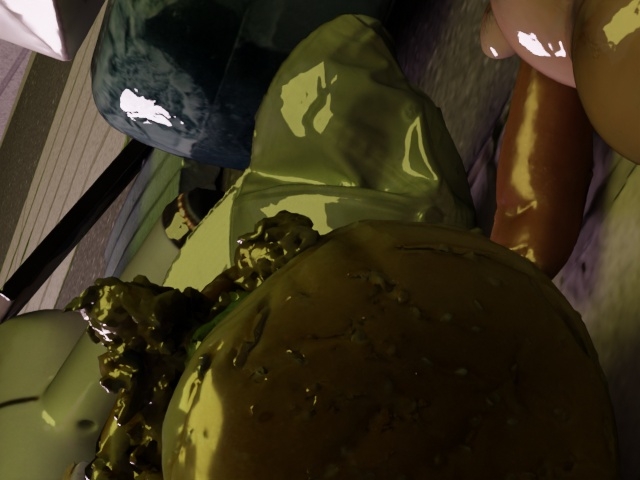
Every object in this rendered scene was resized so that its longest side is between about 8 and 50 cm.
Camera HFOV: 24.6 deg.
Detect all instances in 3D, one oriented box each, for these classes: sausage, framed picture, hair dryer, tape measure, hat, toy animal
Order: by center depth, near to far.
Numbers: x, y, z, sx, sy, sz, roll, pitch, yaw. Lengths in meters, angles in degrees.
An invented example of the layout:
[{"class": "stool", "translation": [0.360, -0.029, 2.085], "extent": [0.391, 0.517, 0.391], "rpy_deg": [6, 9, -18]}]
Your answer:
[{"class": "toy animal", "translation": [0.094, -0.070, 0.432], "extent": [0.083, 0.089, 0.150], "rpy_deg": [-65, 28, 17]}, {"class": "sausage", "translation": [0.086, -0.056, 0.519], "extent": [0.036, 0.042, 0.158], "rpy_deg": [7, 77, 34]}, {"class": "hat", "translation": [-0.003, 0.002, 0.607], "extent": [0.166, 0.122, 0.081], "rpy_deg": [-44, 13, 15]}, {"class": "tape measure", "translation": [-0.029, -0.172, 0.806], "extent": [0.256, 0.147, 0.275], "rpy_deg": [116, 165, -48]}, {"class": "hair dryer", "translation": [-0.144, 0.082, 1.024], "extent": [0.362, 0.128, 0.203], "rpy_deg": [-53, 25, 33]}, {"class": "framed picture", "translation": [-0.193, -0.025, 1.216], "extent": [0.265, 0.018, 0.192], "rpy_deg": [-52, 5, -26]}]

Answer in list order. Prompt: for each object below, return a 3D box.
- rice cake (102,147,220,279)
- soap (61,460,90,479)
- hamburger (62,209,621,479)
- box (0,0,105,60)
[{"class": "rice cake", "translation": [-0.133, -0.010, 1.167], "extent": [0.237, 0.043, 0.127], "rpy_deg": [126, 155, -48]}, {"class": "soap", "translation": [-0.152, 0.285, 0.883], "extent": [0.274, 0.089, 0.173], "rpy_deg": [-101, 32, -57]}, {"class": "hamburger", "translation": [0.005, 0.062, 0.447], "extent": [0.159, 0.185, 0.131], "rpy_deg": [-61, 12, -9]}, {"class": "box", "translation": [-0.186, -0.311, 0.895], "extent": [0.143, 0.225, 0.341], "rpy_deg": [98, -166, -66]}]
